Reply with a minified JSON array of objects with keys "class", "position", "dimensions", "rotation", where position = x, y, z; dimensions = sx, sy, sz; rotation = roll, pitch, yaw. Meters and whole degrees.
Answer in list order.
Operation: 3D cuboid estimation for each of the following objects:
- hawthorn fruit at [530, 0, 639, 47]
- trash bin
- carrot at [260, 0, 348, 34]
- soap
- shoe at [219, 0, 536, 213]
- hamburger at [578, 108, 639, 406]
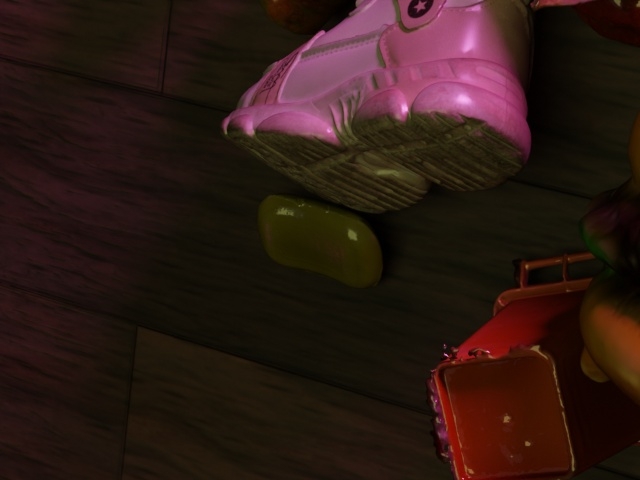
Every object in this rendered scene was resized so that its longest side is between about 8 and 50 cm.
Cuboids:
[{"class":"hawthorn fruit","position":[0.253,-0.216,1.399],"dimensions":[0.165,0.285,0.165],"rotation":[8,112,21]},{"class":"trash bin","position":[0.199,0.113,1.520],"dimensions":[0.161,0.238,0.185],"rotation":[-10,94,30]},{"class":"carrot","position":[0.053,-0.322,1.590],"dimensions":[0.302,0.114,0.114],"rotation":[-44,78,30]},{"class":"soap","position":[0.001,-0.001,1.709],"dimensions":[0.140,0.045,0.089],"rotation":[17,132,27]},{"class":"shoe","position":[0.069,-0.145,1.597],"dimensions":[0.351,0.172,0.198],"rotation":[-2,62,47]},{"class":"hamburger","position":[0.401,0.043,1.322],"dimensions":[0.395,0.395,0.278],"rotation":[21,108,24]}]
